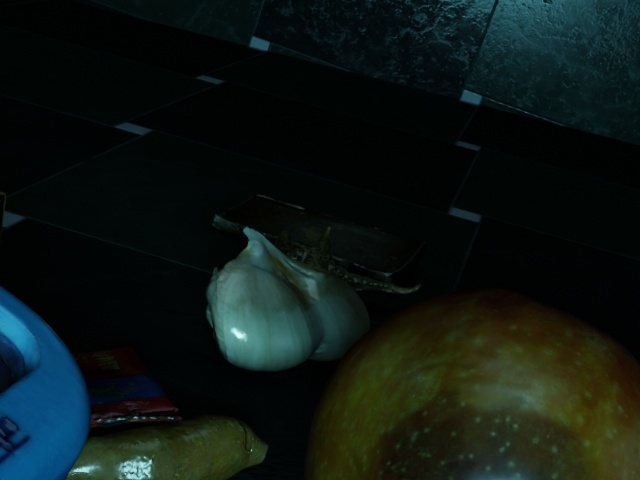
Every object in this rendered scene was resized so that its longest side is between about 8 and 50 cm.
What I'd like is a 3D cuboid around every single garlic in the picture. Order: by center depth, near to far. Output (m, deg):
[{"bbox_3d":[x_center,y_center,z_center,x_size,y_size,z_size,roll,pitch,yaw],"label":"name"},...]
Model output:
[{"bbox_3d":[-0.031,0.062,1.008,0.175,0.099,0.124,1,36,-36],"label":"garlic"}]

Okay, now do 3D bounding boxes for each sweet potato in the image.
[{"bbox_3d":[-0.124,0.147,0.750,0.195,0.056,0.056,-2,23,-25],"label":"sweet potato"}]

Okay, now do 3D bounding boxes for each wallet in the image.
[{"bbox_3d":[0.000,0.000,1.322,0.232,0.031,0.122,17,22,18],"label":"wallet"}]

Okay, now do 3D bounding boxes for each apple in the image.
[{"bbox_3d":[0.089,0.145,0.643,0.230,0.230,0.230,12,18,-4],"label":"apple"}]

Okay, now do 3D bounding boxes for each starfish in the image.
[{"bbox_3d":[-0.003,0.033,1.178,0.217,0.050,0.223,12,28,-12],"label":"starfish"}]

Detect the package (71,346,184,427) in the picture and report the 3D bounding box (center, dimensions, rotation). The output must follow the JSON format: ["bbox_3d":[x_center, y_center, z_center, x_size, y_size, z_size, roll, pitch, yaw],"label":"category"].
[{"bbox_3d":[-0.159,0.105,0.826,0.083,0.022,0.200,-7,10,-18],"label":"package"}]

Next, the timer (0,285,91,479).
[{"bbox_3d":[-0.296,0.078,0.584,0.309,0.115,0.340,34,19,3],"label":"timer"}]

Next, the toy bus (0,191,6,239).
[{"bbox_3d":[-0.368,-0.006,0.977,0.088,0.083,0.194,20,16,30],"label":"toy bus"}]
